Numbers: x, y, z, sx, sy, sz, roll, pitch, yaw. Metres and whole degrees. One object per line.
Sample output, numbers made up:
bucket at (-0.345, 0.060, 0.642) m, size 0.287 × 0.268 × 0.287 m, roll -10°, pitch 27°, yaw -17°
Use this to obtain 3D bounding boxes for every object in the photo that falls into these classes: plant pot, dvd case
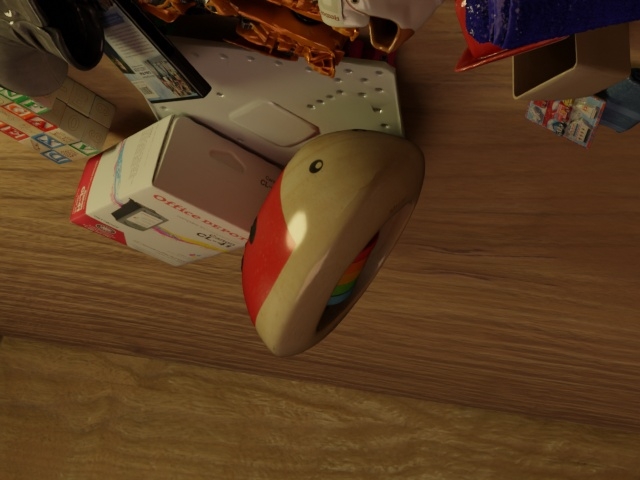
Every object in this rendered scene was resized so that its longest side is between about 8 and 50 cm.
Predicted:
plant pot at (0.287, -0.215, 1.174) m, size 0.096 × 0.109 × 0.109 m, roll 10°, pitch 163°, yaw -26°
dvd case at (-0.259, -0.272, 1.316) m, size 0.253 × 0.022 × 0.180 m, roll 48°, pitch 161°, yaw -25°

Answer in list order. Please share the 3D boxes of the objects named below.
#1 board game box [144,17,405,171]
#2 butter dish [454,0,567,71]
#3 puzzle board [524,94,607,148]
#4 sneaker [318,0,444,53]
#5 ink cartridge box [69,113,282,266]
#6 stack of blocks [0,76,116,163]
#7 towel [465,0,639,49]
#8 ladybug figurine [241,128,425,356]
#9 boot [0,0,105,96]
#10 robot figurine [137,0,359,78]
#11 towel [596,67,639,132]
board game box at (-0.062, -0.190, 1.534) m, size 0.389 × 0.050 × 0.390 m, roll 10°, pitch 159°, yaw 13°
butter dish at (0.202, -0.268, 1.067) m, size 0.160 × 0.160 × 0.118 m, roll -10°, pitch 125°, yaw 48°
puzzle board at (0.315, -0.168, 1.356) m, size 0.096 × 0.011 × 0.128 m, roll 30°, pitch 164°, yaw 15°
sneaker at (0.028, -0.292, 1.072) m, size 0.106 × 0.123 × 0.290 m, roll 36°, pitch 179°, yaw 44°
ink cartridge box at (-0.237, -0.070, 1.701) m, size 0.226 × 0.131 × 0.306 m, roll 26°, pitch 158°, yaw -29°
stack of blocks at (-0.470, -0.234, 1.628) m, size 0.171 × 0.087 × 0.297 m, roll -7°, pitch 151°, yaw 44°
towel at (0.220, -0.295, 0.836) m, size 0.227 × 0.076 × 0.308 m, roll -10°, pitch 138°, yaw 3°
ladybug figurine at (0.000, 0.000, 1.517) m, size 0.162 × 0.305 × 0.449 m, roll 38°, pitch 141°, yaw 11°
boot at (-0.365, -0.262, 1.344) m, size 0.222 × 0.118 × 0.338 m, roll 27°, pitch 165°, yaw 23°
robot figurine at (-0.095, -0.295, 1.232) m, size 0.290 × 0.085 × 0.211 m, roll 17°, pitch 158°, yaw -8°
towel at (0.384, -0.176, 1.306) m, size 0.067 × 0.029 × 0.119 m, roll 21°, pitch 160°, yaw -8°
